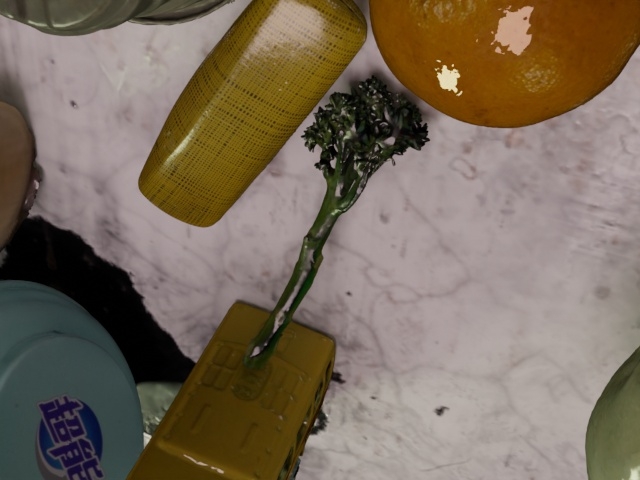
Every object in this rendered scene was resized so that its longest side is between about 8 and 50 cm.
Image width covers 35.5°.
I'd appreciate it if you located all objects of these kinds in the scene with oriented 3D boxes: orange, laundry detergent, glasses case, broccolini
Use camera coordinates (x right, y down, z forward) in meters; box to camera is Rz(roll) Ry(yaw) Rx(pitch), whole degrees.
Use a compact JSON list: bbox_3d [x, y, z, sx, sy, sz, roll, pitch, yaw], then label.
[{"bbox_3d":[0.105,-0.137,0.535,0.136,0.159,0.159,10,150,-44],"label":"orange"},{"bbox_3d":[-0.333,0.184,0.889,0.305,0.287,0.287,-9,124,30],"label":"laundry detergent"},{"bbox_3d":[-0.055,-0.091,0.689,0.079,0.064,0.234,34,133,-11],"label":"glasses case"},{"bbox_3d":[-0.005,0.000,0.716,0.071,0.057,0.254,42,120,31],"label":"broccolini"}]

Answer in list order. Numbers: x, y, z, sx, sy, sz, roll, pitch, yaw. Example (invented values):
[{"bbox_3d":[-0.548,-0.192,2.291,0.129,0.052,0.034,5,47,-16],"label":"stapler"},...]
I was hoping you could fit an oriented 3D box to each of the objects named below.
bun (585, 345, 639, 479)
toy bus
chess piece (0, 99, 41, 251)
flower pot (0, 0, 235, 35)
[{"bbox_3d":[0.308,0.105,0.638,0.283,0.179,0.283,5,148,3],"label":"bun"},{"bbox_3d":[-0.088,0.195,0.761,0.121,0.335,0.123,22,128,5],"label":"toy bus"},{"bbox_3d":[-0.373,-0.075,0.802,0.261,0.142,0.142,17,133,15],"label":"chess piece"},{"bbox_3d":[-0.138,-0.210,0.575,0.235,0.140,0.235,11,129,14],"label":"flower pot"}]
